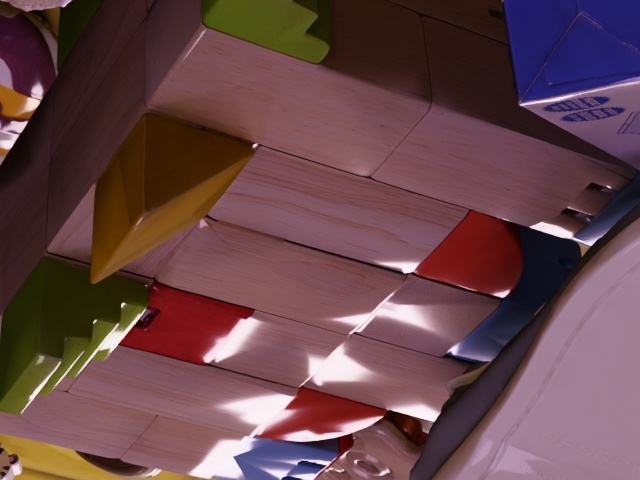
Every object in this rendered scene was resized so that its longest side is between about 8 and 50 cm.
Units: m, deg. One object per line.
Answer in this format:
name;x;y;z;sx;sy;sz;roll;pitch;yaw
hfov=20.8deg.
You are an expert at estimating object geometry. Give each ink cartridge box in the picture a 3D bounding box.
ink cartridge box;0.103;-0.080;0.572;0.046;0.097;0.207;-10;172;20

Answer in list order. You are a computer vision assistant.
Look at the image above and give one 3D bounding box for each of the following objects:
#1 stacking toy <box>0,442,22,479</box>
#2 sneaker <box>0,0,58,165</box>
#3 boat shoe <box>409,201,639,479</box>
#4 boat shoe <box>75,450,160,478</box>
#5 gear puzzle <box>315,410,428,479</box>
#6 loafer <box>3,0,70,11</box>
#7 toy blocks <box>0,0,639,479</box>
stacking toy;-0.313;0.103;1.187;0.221;0.052;0.167;15;145;10
sneaker;-0.179;-0.047;0.864;0.070;0.084;0.185;23;147;-5
boat shoe;0.129;0.027;0.658;0.116;0.099;0.319;23;136;-13
boat shoe;-0.130;0.105;1.053;0.048;0.056;0.153;34;172;-41
gear puzzle;0.036;0.144;1.073;0.175;0.044;0.339;-5;140;43
loafer;-0.101;-0.112;0.489;0.102;0.268;0.092;40;130;42
toy blocks;0.000;0.000;0.780;0.261;0.190;0.381;17;139;-25
